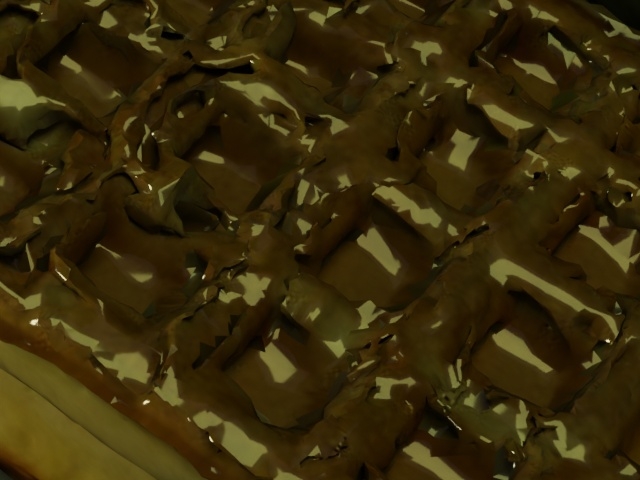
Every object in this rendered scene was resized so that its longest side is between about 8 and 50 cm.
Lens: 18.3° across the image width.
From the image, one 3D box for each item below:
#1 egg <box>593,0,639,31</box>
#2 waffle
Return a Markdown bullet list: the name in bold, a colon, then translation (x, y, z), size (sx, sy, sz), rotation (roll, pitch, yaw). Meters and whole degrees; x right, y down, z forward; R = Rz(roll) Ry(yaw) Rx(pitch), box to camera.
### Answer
- **egg**: translation (0.207, -0.147, 0.640), size (0.289, 0.238, 0.238), rotation (-40, 69, -17)
- **waffle**: translation (0.000, -0.001, 0.549), size (0.308, 0.091, 0.213), rotation (32, 50, 12)
